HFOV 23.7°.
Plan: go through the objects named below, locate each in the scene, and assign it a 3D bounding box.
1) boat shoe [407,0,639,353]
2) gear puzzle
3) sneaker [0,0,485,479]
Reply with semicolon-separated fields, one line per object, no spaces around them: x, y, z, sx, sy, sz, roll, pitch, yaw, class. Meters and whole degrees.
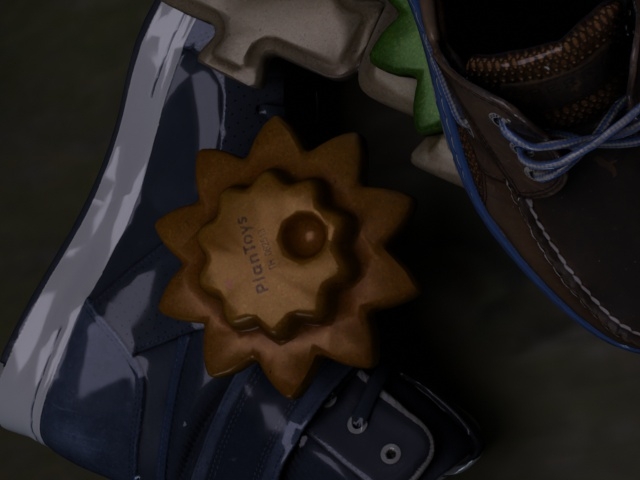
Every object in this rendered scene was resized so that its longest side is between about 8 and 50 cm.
0.057;-0.044;0.397;0.066;0.066;0.183;-29;100;7;boat shoe
0.030;-0.114;0.455;0.175;0.044;0.339;27;95;18;gear puzzle
0.000;0.001;0.525;0.163;0.086;0.226;27;100;21;sneaker
